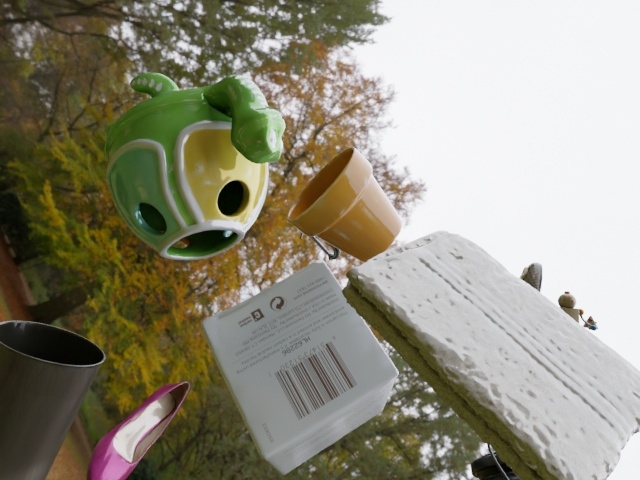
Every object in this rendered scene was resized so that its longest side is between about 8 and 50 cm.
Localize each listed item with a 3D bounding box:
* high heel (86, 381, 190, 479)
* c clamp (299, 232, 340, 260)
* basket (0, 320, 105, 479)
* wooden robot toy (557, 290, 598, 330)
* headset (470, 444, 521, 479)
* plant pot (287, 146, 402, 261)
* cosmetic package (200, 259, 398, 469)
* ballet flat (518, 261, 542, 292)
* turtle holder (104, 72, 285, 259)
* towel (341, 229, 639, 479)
[{"bbox_3d":[-0.326,0.352,0.841,0.082,0.117,0.244,51,13,-1],"label":"high heel"},{"bbox_3d":[0.000,0.000,1.292,0.161,0.022,0.137,45,-28,24],"label":"c clamp"},{"bbox_3d":[-0.480,0.273,0.744,0.204,0.154,0.226,16,-93,28],"label":"basket"},{"bbox_3d":[0.520,0.148,0.987,0.076,0.173,0.079,89,8,-85],"label":"wooden robot toy"},{"bbox_3d":[0.339,0.426,0.702,0.185,0.243,0.394,-13,-68,16],"label":"headset"},{"bbox_3d":[0.065,-0.059,0.969,0.188,0.205,0.205,42,-27,-16],"label":"plant pot"},{"bbox_3d":[-0.048,0.327,1.128,0.327,0.329,0.393,55,-17,28],"label":"cosmetic package"},{"bbox_3d":[0.305,0.144,0.731,0.058,0.249,0.084,16,-18,25],"label":"ballet flat"},{"bbox_3d":[-0.173,-0.107,0.706,0.243,0.320,0.227,35,39,-67],"label":"turtle holder"},{"bbox_3d":[0.169,0.099,0.455,0.282,0.187,0.049,45,-42,32],"label":"towel"}]
